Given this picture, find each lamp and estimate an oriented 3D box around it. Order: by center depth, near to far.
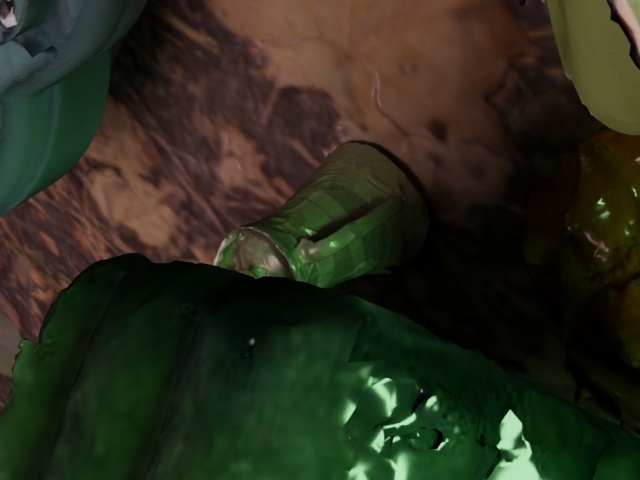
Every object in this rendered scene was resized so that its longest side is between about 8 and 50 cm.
[{"bbox_3d":[-0.170,-0.112,0.788,0.209,0.147,0.284,54,154,-7],"label":"lamp"}]

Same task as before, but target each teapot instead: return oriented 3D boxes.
[{"bbox_3d":[0.000,0.000,0.759,0.067,0.083,0.057,-19,102,56],"label":"teapot"}]

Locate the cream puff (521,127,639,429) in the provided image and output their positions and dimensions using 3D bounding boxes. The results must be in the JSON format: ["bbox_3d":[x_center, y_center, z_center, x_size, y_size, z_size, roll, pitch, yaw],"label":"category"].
[{"bbox_3d":[0.119,0.014,0.629,0.122,0.094,0.116,13,133,35],"label":"cream puff"}]

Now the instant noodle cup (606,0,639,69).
[{"bbox_3d":[0.177,-0.115,0.328,0.243,0.231,0.243,30,139,29],"label":"instant noodle cup"}]

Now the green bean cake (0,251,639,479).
[{"bbox_3d":[-0.010,0.120,0.692,0.300,0.169,0.308,27,171,-40],"label":"green bean cake"}]

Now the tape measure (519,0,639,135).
[{"bbox_3d":[0.085,-0.103,0.481,0.087,0.154,0.177,-14,135,5],"label":"tape measure"}]
